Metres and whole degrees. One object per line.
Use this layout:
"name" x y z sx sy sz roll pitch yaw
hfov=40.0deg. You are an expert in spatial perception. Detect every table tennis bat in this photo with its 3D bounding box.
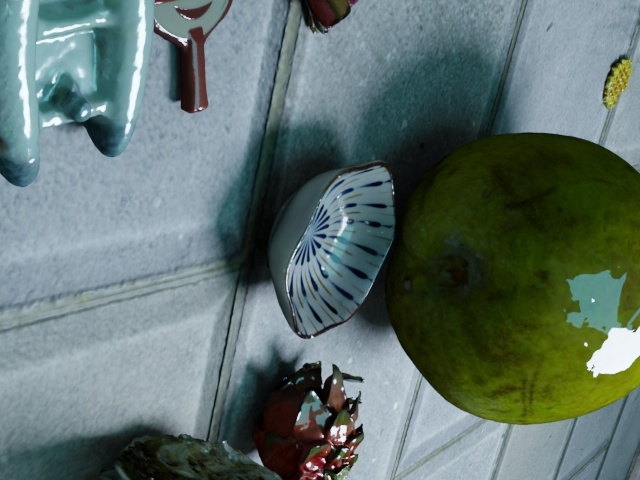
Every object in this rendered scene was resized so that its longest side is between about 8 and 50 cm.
"table tennis bat" -0.098 -0.171 0.656 0.098 0.019 0.154 -29 130 -43

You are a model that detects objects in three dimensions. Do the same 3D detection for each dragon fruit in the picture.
"dragon fruit" -0.011 0.205 0.945 0.130 0.121 0.142 122 -20 -65
"dragon fruit" 0.022 -0.235 0.727 0.068 0.126 0.112 42 78 -13

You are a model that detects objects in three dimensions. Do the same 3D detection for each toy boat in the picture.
"toy boat" -0.155 -0.133 0.542 0.134 0.079 0.207 -23 130 -44

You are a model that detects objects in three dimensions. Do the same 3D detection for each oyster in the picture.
"oyster" -0.077 0.259 0.787 0.268 0.198 0.112 27 93 -26

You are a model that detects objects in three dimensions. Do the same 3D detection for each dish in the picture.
"dish" 0.000 0.000 0.866 0.191 0.066 0.190 -38 140 -41

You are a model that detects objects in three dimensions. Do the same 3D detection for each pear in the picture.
"pear" 0.259 0.046 1.041 0.413 0.352 0.352 8 105 -47

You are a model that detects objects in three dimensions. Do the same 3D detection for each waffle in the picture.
"waffle" 0.490 -0.261 1.443 0.085 0.016 0.078 -43 142 -32
